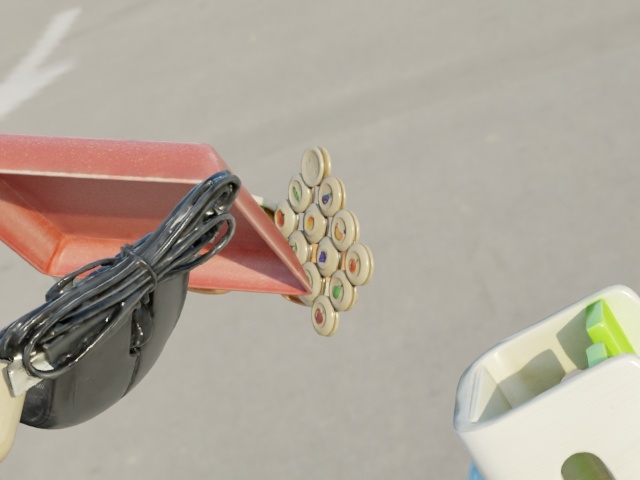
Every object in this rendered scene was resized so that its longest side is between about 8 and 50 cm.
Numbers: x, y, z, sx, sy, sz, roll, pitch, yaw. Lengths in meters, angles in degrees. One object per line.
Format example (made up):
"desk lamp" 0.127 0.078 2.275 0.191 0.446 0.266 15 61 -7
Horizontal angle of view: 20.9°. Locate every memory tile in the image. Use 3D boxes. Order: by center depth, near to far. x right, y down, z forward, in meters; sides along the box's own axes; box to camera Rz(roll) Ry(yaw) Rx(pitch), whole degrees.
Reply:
"memory tile" 0.000 0.000 1.538 0.012 0.148 0.113 -1 -37 -31

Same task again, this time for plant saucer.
"plant saucer" -0.156 -0.024 1.414 0.259 0.258 0.048 3 70 17

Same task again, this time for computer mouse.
"computer mouse" -0.142 0.066 1.109 0.188 0.072 0.272 -39 -1 -28

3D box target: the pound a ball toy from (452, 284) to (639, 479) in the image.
"pound a ball toy" 0.199 0.188 1.001 0.135 0.319 0.208 -29 11 14

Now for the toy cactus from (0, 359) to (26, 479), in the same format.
"toy cactus" -0.211 0.141 0.985 0.112 0.219 0.181 -12 49 45

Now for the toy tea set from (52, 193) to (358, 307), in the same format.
"toy tea set" -0.130 0.035 1.756 0.336 0.200 0.124 4 68 9
